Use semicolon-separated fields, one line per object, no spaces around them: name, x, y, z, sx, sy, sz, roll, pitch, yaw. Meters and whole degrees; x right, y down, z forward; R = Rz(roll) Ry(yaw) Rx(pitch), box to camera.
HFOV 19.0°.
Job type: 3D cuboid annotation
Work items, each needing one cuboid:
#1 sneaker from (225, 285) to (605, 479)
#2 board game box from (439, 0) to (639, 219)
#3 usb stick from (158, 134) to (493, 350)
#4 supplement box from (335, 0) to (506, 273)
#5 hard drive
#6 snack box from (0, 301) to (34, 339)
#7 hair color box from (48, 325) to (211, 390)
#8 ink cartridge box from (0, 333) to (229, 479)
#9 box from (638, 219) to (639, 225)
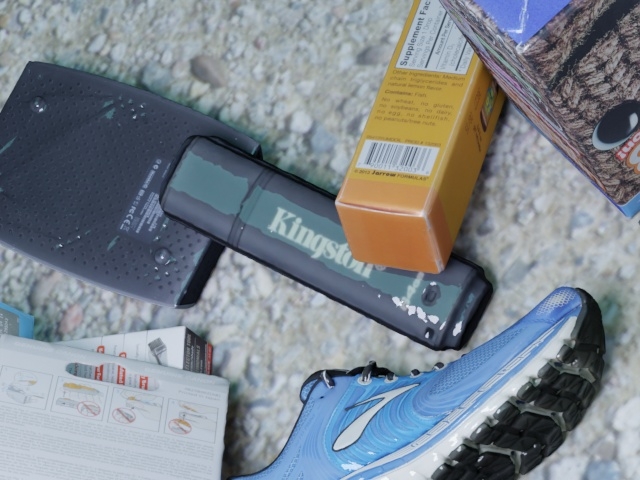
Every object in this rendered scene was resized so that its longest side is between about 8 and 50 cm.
sneaker;0.058;0.129;1.392;0.330;0.130;0.147;-36;61;7
board game box;0.224;-0.186;1.354;0.232;0.291;0.141;-43;59;3
usb stick;0.000;0.000;1.490;0.278;0.045;0.077;27;79;18
supplement box;0.086;-0.092;1.465;0.080;0.078;0.233;9;56;22
hard drive;-0.178;-0.045;1.617;0.254;0.054;0.172;21;78;29
snack box;-0.375;0.177;1.577;0.322;0.060;0.187;-18;61;30
hair color box;-0.174;0.128;1.542;0.167;0.053;0.093;-8;66;23
ink cartridge box;-0.165;0.171;1.398;0.189;0.066;0.232;12;26;-6
box;0.288;-0.023;1.416;0.083;0.018;0.067;-49;58;-2
